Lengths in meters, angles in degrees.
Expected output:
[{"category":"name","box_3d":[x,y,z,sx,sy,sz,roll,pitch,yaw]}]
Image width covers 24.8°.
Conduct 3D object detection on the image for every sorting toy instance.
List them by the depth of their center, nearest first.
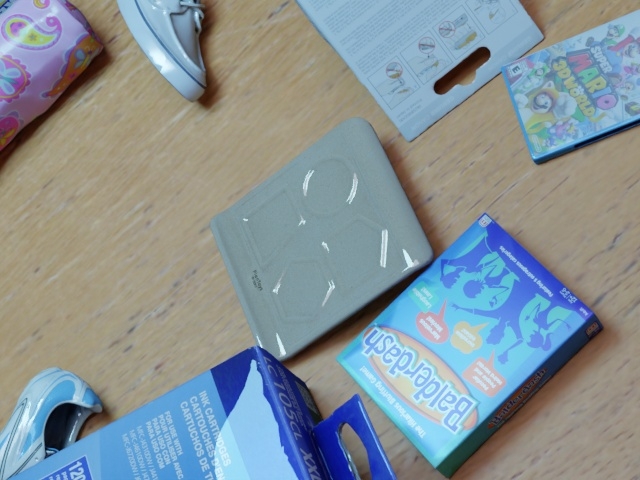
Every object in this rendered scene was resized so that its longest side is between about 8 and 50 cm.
[{"category":"sorting toy","box_3d":[0.000,0.000,1.509,0.208,0.038,0.193,-34,60,17]}]

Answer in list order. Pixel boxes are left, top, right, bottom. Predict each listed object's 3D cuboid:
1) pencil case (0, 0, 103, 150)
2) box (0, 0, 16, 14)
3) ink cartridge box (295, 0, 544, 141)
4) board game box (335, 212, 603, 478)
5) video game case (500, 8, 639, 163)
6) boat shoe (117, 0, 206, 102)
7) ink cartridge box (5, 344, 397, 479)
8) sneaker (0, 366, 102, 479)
[{"category":"pencil case","box_3d":[-0.387,-0.173,1.710,0.284,0.124,0.124,-46,59,1]},{"category":"box","box_3d":[-0.487,-0.355,1.736,0.290,0.279,0.177,-43,59,0]},{"category":"ink cartridge box","box_3d":[0.091,-0.251,1.524,0.189,0.232,0.066,-37,23,5]},{"category":"board game box","box_3d":[0.142,0.100,1.412,0.210,0.047,0.160,-45,59,1]},{"category":"video game case","box_3d":[0.278,-0.159,1.484,0.166,0.015,0.119,-21,62,13]},{"category":"boat shoe","box_3d":[-0.179,-0.272,1.678,0.084,0.095,0.258,-35,61,11]},{"category":"ink cartridge box","box_3d":[-0.105,0.287,1.382,0.395,0.151,0.270,-29,61,8]},{"category":"sneaker","box_3d":[-0.315,0.245,1.521,0.086,0.085,0.237,26,82,34]}]
